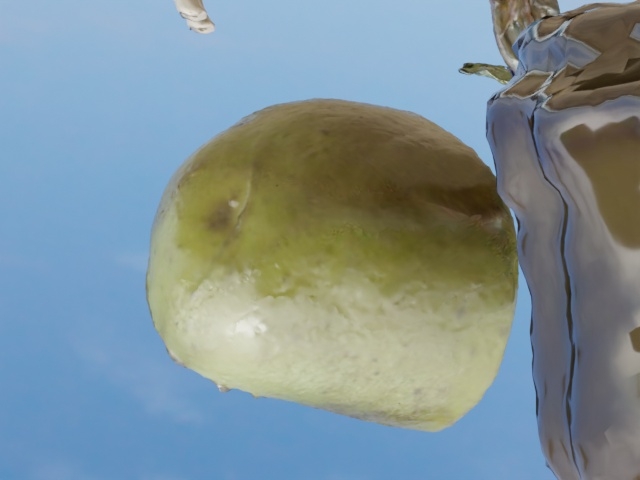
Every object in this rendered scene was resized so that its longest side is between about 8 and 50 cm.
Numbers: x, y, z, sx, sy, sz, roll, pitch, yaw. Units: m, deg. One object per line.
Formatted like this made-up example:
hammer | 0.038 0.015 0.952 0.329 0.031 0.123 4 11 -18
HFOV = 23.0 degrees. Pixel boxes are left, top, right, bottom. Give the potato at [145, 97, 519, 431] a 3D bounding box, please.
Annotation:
potato | 0.000 0.000 1.416 0.280 0.330 0.213 -2 160 -23

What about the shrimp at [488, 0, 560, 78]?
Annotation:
shrimp | 0.127 -0.249 1.202 0.062 0.316 0.164 -14 178 29

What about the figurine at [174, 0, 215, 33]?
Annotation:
figurine | -0.115 -0.223 1.046 0.083 0.187 0.083 -18 169 -4

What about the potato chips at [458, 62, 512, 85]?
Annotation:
potato chips | 0.219 -0.125 1.346 0.208 0.028 0.092 2 -141 -31

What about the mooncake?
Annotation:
mooncake | 0.226 -0.019 0.558 0.324 0.187 0.324 -11 -173 1
